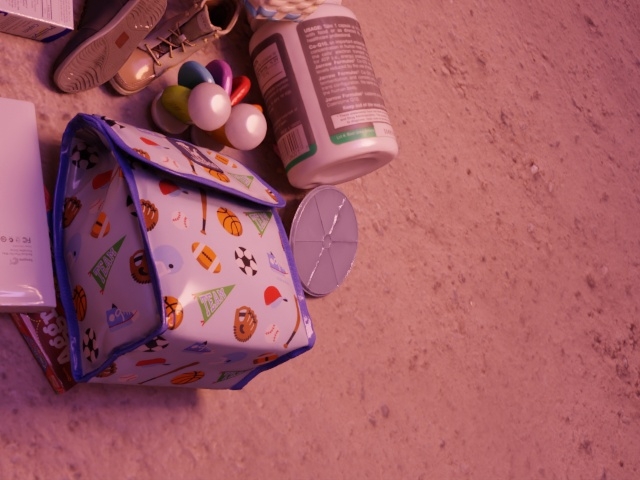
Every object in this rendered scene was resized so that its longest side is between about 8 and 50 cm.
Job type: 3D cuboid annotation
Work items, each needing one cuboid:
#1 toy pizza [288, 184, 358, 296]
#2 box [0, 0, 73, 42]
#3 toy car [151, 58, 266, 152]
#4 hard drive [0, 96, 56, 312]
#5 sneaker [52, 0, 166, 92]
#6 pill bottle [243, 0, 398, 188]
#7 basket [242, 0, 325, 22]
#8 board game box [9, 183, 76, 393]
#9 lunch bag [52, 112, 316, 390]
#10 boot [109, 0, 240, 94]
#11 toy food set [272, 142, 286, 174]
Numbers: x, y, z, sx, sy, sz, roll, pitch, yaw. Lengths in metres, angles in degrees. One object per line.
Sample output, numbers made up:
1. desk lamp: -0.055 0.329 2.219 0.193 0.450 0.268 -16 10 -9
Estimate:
1. toy pizza: 0.000 0.000 1.989 0.201 0.032 0.201 -11 103 -52
2. box: -0.444 -0.373 1.642 0.137 0.072 0.126 8 72 -43
3. toy car: -0.172 -0.225 1.800 0.182 0.159 0.136 27 74 -37
4. hard drive: -0.473 -0.054 1.507 0.203 0.040 0.307 4 68 -41
5. sneaker: -0.351 -0.327 1.732 0.222 0.118 0.083 -47 145 -15
6. pill bottle: -0.008 -0.290 1.956 0.204 0.204 0.361 -6 76 -46
7. basket: -0.036 -0.503 1.764 0.201 0.289 0.254 -5 55 -52
8. board game box: -0.393 0.065 1.599 0.145 0.027 0.281 -39 106 -43
9. lunch bag: -0.210 0.005 1.643 0.328 0.239 0.385 15 52 -49
10. boot: -0.233 -0.318 1.772 0.077 0.165 0.213 58 45 -16
11. toy food set: -0.058 -0.180 2.017 0.078 0.019 0.122 7 73 -44
